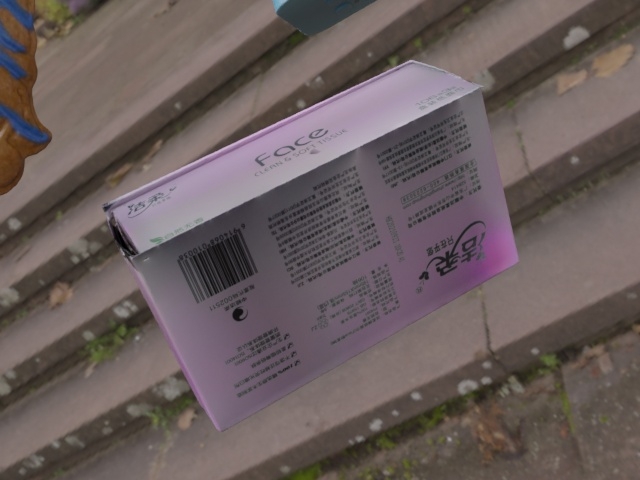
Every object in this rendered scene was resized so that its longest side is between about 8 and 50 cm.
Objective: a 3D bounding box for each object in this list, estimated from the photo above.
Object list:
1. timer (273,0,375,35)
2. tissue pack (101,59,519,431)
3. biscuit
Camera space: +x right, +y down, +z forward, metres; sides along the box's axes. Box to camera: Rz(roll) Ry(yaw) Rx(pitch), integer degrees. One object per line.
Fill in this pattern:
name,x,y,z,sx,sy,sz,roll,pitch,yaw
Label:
timer,0.064,-0.369,1.126,0.249,0.091,0.232,-16,0,14
tissue pack,0.000,0.000,0.572,0.246,0.149,0.092,-27,30,-14
biscuit,-0.293,-0.095,0.625,0.043,0.183,0.280,0,65,53
